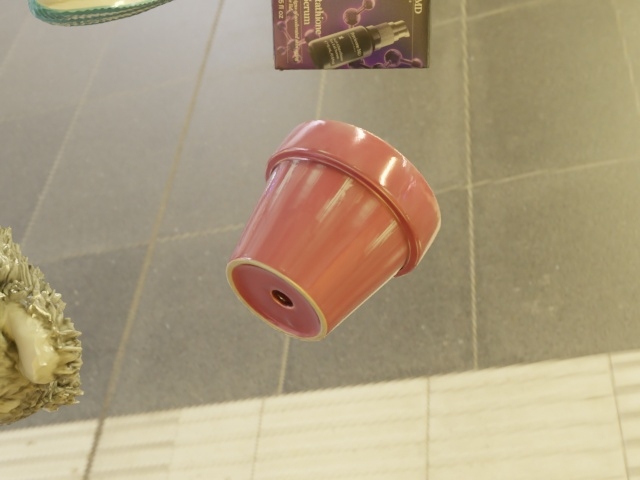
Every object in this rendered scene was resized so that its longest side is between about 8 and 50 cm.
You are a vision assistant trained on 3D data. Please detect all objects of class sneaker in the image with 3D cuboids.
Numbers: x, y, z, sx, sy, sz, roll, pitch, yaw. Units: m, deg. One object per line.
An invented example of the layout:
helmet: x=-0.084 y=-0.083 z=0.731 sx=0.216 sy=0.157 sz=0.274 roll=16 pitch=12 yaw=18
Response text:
sneaker: x=-0.172 y=-0.266 z=0.968 sx=0.229 sy=0.092 sz=0.087 roll=-26 pitch=13 yaw=-24

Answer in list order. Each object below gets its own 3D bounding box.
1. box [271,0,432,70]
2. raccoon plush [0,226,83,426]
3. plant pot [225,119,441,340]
box: x=0.041 y=-0.306 z=1.330 sx=0.207 sy=0.153 sz=0.108 roll=-1 pitch=23 yaw=5
raccoon plush: x=-0.267 y=-0.074 z=0.756 sx=0.299 sy=0.216 sz=0.446 roll=19 pitch=87 yaw=-2
plant pot: x=0.000 y=0.000 z=1.108 sx=0.201 sy=0.201 sz=0.180 roll=15 pitch=55 yaw=36
